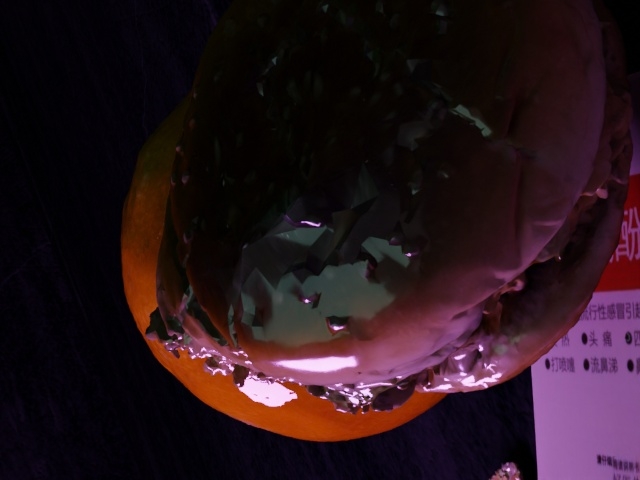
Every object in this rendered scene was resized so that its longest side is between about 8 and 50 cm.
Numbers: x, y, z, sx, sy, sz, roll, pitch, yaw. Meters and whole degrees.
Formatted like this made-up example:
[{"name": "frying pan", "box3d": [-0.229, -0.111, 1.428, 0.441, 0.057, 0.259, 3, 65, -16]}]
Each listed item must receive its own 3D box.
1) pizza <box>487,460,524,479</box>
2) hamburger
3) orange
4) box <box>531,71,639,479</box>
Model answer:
[{"name": "pizza", "box3d": [0.147, 0.196, 1.123, 0.083, 0.025, 0.078, 26, 119, 39]}, {"name": "hamburger", "box3d": [0.028, -0.040, 0.763, 0.286, 0.146, 0.243, -44, 53, 27]}, {"name": "orange", "box3d": [0.000, 0.000, 0.985, 0.261, 0.261, 0.261, 52, 152, 42]}, {"name": "box", "box3d": [0.201, 0.019, 0.702, 0.353, 0.069, 0.214, 170, 97, -68]}]
